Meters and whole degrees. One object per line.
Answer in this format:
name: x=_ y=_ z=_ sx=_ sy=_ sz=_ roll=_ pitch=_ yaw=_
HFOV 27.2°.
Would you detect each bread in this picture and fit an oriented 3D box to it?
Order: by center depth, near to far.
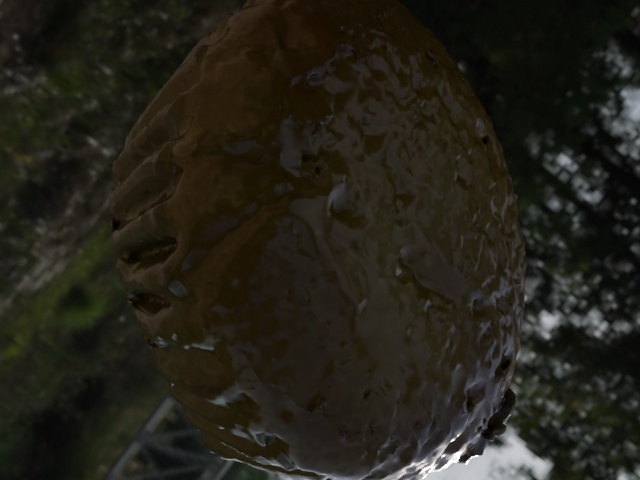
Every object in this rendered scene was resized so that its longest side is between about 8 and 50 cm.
bread: x=0.002 y=-0.002 z=0.615 sx=0.139 sy=0.240 sz=0.240 roll=-5 pitch=-144 yaw=38
